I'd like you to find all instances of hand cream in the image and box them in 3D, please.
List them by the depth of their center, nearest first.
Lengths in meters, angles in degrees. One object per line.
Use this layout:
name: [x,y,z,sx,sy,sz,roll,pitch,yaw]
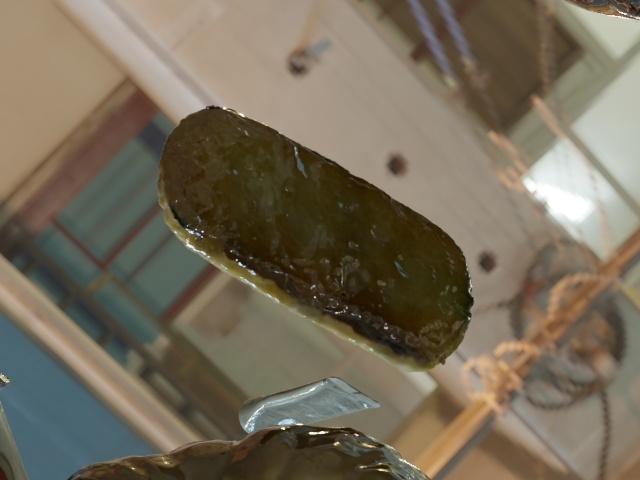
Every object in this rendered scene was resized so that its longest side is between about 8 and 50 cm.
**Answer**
hand cream: [-0.018,0.145,1.540,0.165,0.057,0.037,-21,-135,48]

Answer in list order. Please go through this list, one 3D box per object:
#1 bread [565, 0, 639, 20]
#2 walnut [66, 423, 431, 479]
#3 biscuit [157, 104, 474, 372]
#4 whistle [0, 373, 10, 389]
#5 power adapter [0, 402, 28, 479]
bread: [0.340,-0.188,1.129,0.323,0.333,0.143,-140,-122,-76]
walnut: [-0.055,0.244,0.987,0.296,0.285,0.285,-44,-164,-32]
biscuit: [0.000,0.000,1.145,0.029,0.247,0.118,-37,-149,45]
whistle: [-0.233,0.080,1.114,0.083,0.029,0.033,25,-153,30]
power adapter: [-0.291,0.229,1.362,0.125,0.205,0.130,1,-155,47]
